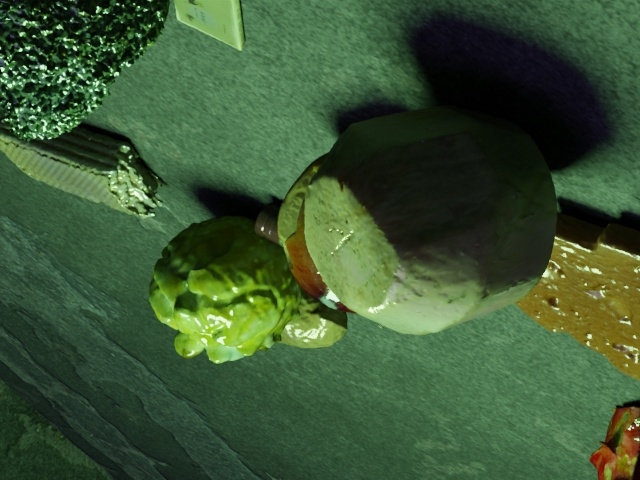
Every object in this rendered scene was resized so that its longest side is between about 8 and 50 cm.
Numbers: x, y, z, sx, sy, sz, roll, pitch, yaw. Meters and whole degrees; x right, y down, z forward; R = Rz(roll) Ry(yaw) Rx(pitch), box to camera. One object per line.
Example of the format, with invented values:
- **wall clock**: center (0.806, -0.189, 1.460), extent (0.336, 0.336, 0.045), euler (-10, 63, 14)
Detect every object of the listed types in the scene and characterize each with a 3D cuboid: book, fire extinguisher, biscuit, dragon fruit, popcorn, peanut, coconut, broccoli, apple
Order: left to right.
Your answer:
- **broccoli**: center (-0.307, -0.243, 1.912), extent (0.252, 0.221, 0.361), euler (46, 168, -18)
- **biscuit**: center (-0.313, -0.102, 2.434), extent (0.239, 0.062, 0.108), euler (20, 159, 34)
- **book**: center (-0.113, -0.233, 1.884), extent (0.077, 0.014, 0.111), euler (28, 160, 13)
- **popcorn**: center (-0.118, 0.069, 2.343), extent (0.198, 0.198, 0.212), euler (26, 120, 18)
- **peanut**: center (-0.042, 0.096, 2.459), extent (0.194, 0.083, 0.093), euler (16, 141, 41)
- **fire extinguisher**: center (0.000, 0.000, 2.234), extent (0.157, 0.045, 0.078), euler (27, 138, 19)
- **apple**: center (0.044, -0.015, 1.944), extent (0.199, 0.199, 0.199), euler (28, 160, 11)
- **coconut**: center (0.114, -0.020, 1.753), extent (0.237, 0.237, 0.197), euler (8, 109, 49)
- **biscuit**: center (0.301, 0.047, 1.888), extent (0.284, 0.043, 0.306), euler (40, 157, -18)
- **dragon fruit**: center (0.369, 0.305, 2.225), extent (0.126, 0.161, 0.274), euler (10, 152, 43)
